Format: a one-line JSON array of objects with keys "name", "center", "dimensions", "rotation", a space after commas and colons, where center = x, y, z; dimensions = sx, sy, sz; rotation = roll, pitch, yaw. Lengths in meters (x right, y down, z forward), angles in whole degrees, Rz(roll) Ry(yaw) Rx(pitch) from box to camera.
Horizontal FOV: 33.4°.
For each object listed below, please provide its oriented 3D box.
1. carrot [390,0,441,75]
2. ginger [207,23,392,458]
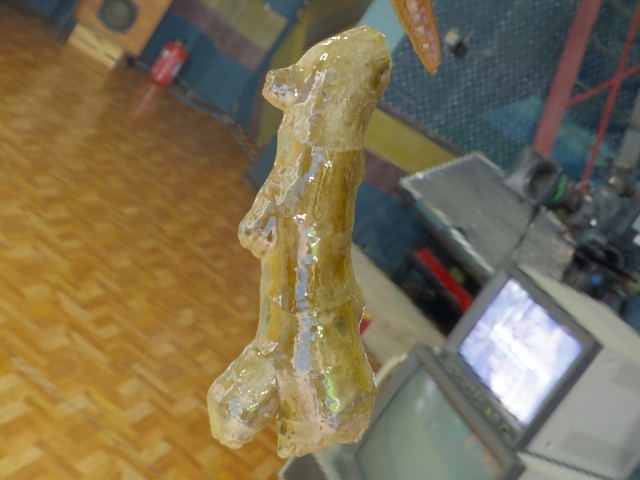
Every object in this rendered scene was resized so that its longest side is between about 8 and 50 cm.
[{"name": "carrot", "center": [0.052, -0.201, 0.747], "dimensions": [0.048, 0.048, 0.216], "rotation": [49, -10, 48]}, {"name": "ginger", "center": [-0.001, 0.000, 0.724], "dimensions": [0.118, 0.298, 0.065], "rotation": [10, -2, -23]}]
